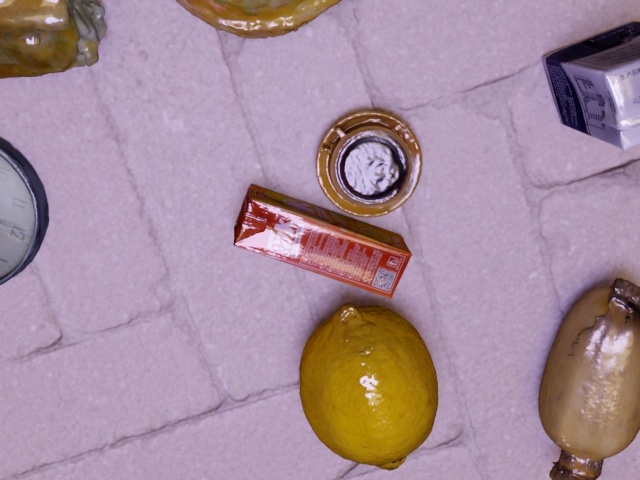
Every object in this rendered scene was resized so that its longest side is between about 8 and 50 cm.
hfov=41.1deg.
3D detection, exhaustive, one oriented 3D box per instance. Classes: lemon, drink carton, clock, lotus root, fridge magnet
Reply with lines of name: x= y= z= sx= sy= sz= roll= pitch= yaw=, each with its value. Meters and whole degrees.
lemon: x=0.065 y=0.195 z=1.142 sx=0.188 sy=0.188 sz=0.257 roll=-14 pitch=110 yaw=0
drink carton: x=0.000 y=0.000 z=1.128 sx=0.223 sy=0.096 sz=0.071 roll=20 pitch=104 yaw=-9
clock: x=-0.473 y=-0.037 z=1.109 sx=0.226 sy=0.049 sz=0.226 roll=-1 pitch=106 yaw=-3
lotus root: x=0.388 y=0.194 z=1.195 sx=0.146 sy=0.131 sz=0.303 roll=14 pitch=105 yaw=16
fridge magnet: x=0.065 y=-0.099 z=1.122 sx=0.143 sy=0.063 sz=0.143 roll=-1 pitch=102 yaw=-3
drink carton: x=0.375 y=-0.194 z=1.034 sx=0.134 sy=0.222 sz=0.102 roll=-19 pitch=106 yaw=1

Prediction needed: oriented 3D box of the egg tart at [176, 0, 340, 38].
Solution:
egg tart: x=-0.068 y=-0.377 z=1.000 sx=0.288 sy=0.118 sz=0.288 roll=-2 pitch=98 yaw=-13

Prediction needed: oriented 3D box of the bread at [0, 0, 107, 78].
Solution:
bread: x=-0.391 y=-0.289 z=0.967 sx=0.252 sy=0.238 sz=0.196 roll=-10 pitch=69 yaw=4
